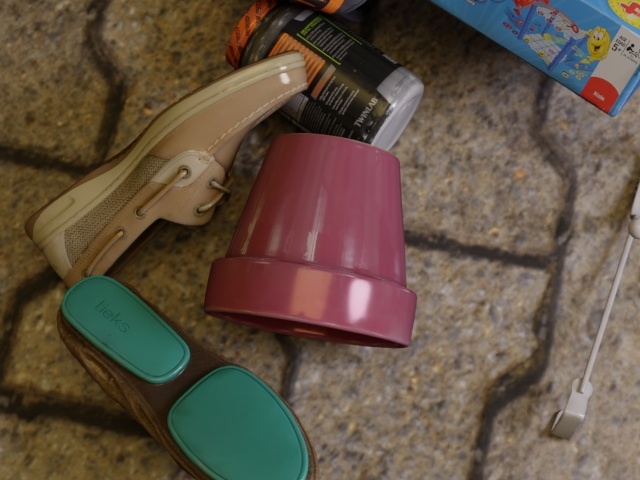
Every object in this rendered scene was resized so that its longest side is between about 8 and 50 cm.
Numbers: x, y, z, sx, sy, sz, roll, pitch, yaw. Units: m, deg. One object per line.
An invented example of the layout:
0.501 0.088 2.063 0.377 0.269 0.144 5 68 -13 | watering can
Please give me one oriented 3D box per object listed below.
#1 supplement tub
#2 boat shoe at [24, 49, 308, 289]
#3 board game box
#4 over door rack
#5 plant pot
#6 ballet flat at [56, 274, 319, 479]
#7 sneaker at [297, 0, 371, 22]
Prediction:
0.002 -0.170 1.361 0.190 0.117 0.117 37 78 11 | supplement tub
-0.137 -0.065 1.309 0.341 0.121 0.110 -34 89 19 | boat shoe
0.235 -0.294 1.323 0.302 0.086 0.308 34 40 10 | board game box
0.397 0.076 1.290 0.239 0.108 0.324 20 76 7 | over door rack
0.000 0.000 1.262 0.201 0.201 0.180 9 81 3 | plant pot
-0.126 0.163 1.242 0.342 0.124 0.116 33 59 29 | ballet flat
-0.003 -0.329 1.388 0.180 0.125 0.321 24 39 -19 | sneaker
